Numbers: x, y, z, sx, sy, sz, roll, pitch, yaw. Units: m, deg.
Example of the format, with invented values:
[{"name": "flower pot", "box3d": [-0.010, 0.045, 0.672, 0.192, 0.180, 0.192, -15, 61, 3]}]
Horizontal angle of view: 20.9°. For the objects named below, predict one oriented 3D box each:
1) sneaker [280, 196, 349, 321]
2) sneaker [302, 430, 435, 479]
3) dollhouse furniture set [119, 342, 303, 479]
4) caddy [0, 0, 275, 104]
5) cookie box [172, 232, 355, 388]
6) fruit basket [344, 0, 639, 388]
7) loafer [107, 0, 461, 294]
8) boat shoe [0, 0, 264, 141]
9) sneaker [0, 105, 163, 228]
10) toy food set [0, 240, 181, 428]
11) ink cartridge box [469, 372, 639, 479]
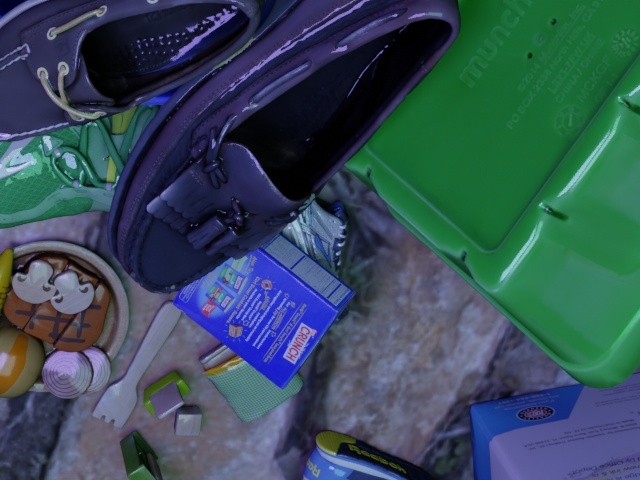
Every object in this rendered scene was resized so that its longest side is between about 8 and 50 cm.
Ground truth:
[{"name": "sneaker", "box3d": [0.000, 0.000, 1.317, 0.058, 0.052, 0.135, -27, 114, -6]}, {"name": "sneaker", "box3d": [0.049, 0.207, 1.405, 0.144, 0.053, 0.059, 27, 102, -11]}, {"name": "dollhouse furniture set", "box3d": [-0.084, 0.135, 1.340, 0.151, 0.058, 0.076, -34, 118, 0]}, {"name": "caddy", "box3d": [-0.073, -0.215, 1.151, 0.341, 0.179, 0.241, -1, 109, -12]}, {"name": "cookie box", "box3d": [-0.042, 0.043, 1.291, 0.107, 0.040, 0.092, 39, 124, 5]}, {"name": "fruit basket", "box3d": [0.243, -0.089, 1.209, 0.392, 0.283, 0.392, -31, 145, -25]}, {"name": "loafer", "box3d": [-0.028, -0.069, 1.107, 0.109, 0.095, 0.302, 26, 114, -39]}, {"name": "boat shoe", "box3d": [-0.136, -0.116, 1.072, 0.227, 0.069, 0.081, -25, 125, 18]}, {"name": "sneaker", "box3d": [-0.130, -0.067, 1.223, 0.295, 0.123, 0.109, -12, 113, -7]}, {"name": "toy food set", "box3d": [-0.206, 0.065, 1.302, 0.192, 0.038, 0.132, 26, 103, -20]}, {"name": "ink cartridge box", "box3d": [0.252, 0.252, 1.345, 0.198, 0.270, 0.197, -10, 112, -8]}]
